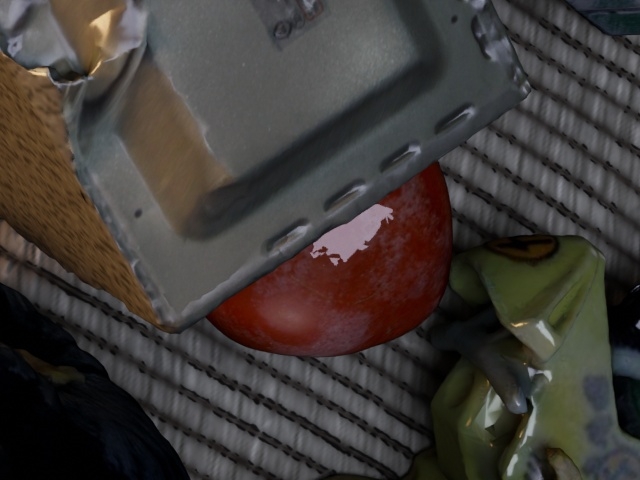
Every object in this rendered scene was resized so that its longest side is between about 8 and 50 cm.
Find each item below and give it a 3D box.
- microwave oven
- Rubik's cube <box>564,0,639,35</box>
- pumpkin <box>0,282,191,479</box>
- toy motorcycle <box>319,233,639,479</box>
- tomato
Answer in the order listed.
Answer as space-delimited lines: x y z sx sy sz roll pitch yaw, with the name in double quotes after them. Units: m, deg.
-0.133 -0.213 1.020 0.236 0.374 0.432 -36 115 -15 "microwave oven"
0.223 -0.274 1.180 0.264 0.319 0.319 -34 113 21 "Rubik's cube"
-0.235 0.150 1.082 0.363 0.363 0.266 41 95 -22 "pumpkin"
0.114 0.163 1.300 0.237 0.169 0.410 38 89 -21 "toy motorcycle"
0.000 0.000 1.219 0.187 0.187 0.151 -36 74 -7 "tomato"
